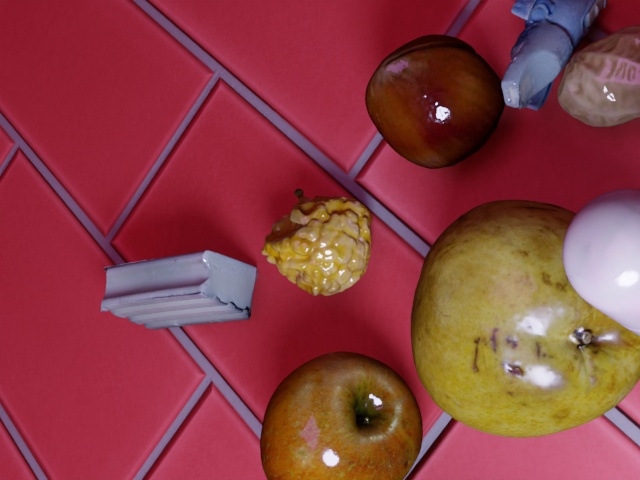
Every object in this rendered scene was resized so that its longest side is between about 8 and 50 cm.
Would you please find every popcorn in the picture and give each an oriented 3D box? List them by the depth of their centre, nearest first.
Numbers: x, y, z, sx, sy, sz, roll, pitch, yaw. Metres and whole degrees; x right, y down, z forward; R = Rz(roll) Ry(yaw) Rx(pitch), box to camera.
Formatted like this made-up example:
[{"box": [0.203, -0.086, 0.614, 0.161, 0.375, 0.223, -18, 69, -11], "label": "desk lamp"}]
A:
[{"box": [0.000, 0.000, 1.735, 0.180, 0.180, 0.170, -12, 97, 35], "label": "popcorn"}]

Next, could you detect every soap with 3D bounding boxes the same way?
[{"box": [-0.242, 0.083, 1.885, 0.262, 0.150, 0.094, -8, 66, 36], "label": "soap"}]

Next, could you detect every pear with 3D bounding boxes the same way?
[{"box": [0.266, 0.103, 1.385, 0.304, 0.304, 0.303, -12, 69, 34], "label": "pear"}]

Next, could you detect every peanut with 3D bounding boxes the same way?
[{"box": [0.453, -0.213, 1.458, 0.298, 0.120, 0.136, 7, 109, 38], "label": "peanut"}]

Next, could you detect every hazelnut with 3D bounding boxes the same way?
[{"box": [0.161, -0.211, 1.630, 0.208, 0.208, 0.208, -12, 69, 34], "label": "hazelnut"}]

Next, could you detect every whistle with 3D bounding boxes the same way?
[{"box": [0.318, -0.286, 1.562, 0.093, 0.180, 0.269, 18, 53, 30], "label": "whistle"}]

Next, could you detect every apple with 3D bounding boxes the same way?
[{"box": [0.025, 0.274, 1.565, 0.207, 0.237, 0.236, -46, 50, 47], "label": "apple"}]

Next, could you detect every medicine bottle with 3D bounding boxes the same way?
[{"box": [0.368, 0.045, 1.170, 0.130, 0.341, 0.130, -17, 62, 35], "label": "medicine bottle"}]
